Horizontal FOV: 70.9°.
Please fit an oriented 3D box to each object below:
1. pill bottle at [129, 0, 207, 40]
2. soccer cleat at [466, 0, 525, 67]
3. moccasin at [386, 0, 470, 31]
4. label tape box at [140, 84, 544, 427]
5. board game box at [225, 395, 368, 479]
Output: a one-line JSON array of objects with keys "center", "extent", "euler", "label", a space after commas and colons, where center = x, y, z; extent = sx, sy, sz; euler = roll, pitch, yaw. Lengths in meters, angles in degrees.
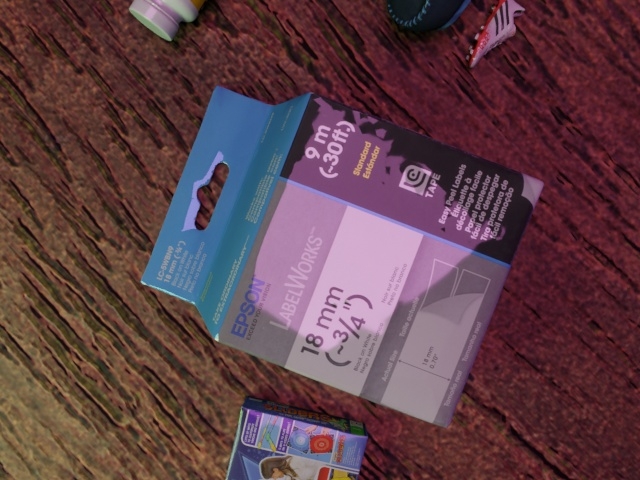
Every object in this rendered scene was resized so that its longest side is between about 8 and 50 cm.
[{"center": [-0.142, -0.267, 0.456], "extent": [0.065, 0.065, 0.116], "euler": [34, 92, 0], "label": "pill bottle"}, {"center": [0.184, -0.217, 0.474], "extent": [0.036, 0.029, 0.083], "euler": [28, 86, 4], "label": "soccer cleat"}, {"center": [0.087, -0.351, 0.357], "extent": [0.117, 0.138, 0.341], "euler": [-19, 132, -28], "label": "moccasin"}, {"center": [0.000, 0.000, 0.441], "extent": [0.334, 0.106, 0.240], "euler": [21, 90, 0], "label": "label tape box"}, {"center": [-0.039, 0.283, 0.480], "extent": [0.136, 0.035, 0.201], "euler": [14, 91, 0], "label": "board game box"}]
